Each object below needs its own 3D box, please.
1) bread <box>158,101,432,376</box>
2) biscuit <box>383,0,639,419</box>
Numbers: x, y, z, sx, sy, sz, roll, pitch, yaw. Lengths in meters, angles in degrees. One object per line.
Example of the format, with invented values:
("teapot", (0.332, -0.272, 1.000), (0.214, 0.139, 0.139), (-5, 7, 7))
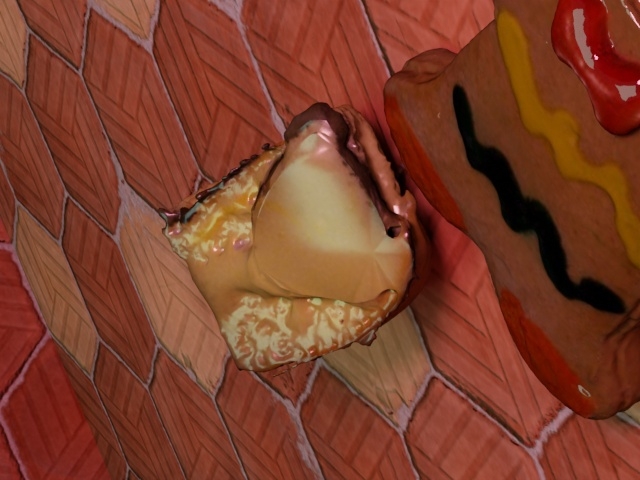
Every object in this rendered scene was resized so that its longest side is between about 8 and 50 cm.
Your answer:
("bread", (0.000, 0.000, 1.559), (0.262, 0.163, 0.204), (-26, 88, 44))
("biscuit", (0.166, -0.071, 1.246), (0.368, 0.076, 0.394), (58, 156, 12))
